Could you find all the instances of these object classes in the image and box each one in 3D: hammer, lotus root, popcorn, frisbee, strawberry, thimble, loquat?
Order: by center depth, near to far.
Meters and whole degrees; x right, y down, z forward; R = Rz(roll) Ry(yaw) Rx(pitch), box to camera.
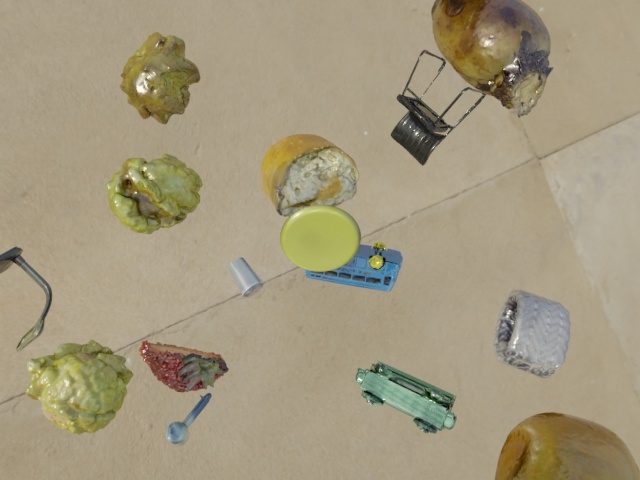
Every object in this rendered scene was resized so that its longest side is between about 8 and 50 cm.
[{"bbox_3d":[0.285,-0.351,0.737,0.169,0.141,0.314,13,41,-46],"label":"lotus root"},{"bbox_3d":[0.486,0.485,0.823,0.276,0.284,0.276,0,93,11],"label":"loquat"},{"bbox_3d":[-0.629,0.379,1.136,0.259,0.259,0.212,53,38,-3],"label":"popcorn"},{"bbox_3d":[-0.471,-0.140,1.218,0.250,0.242,0.235,-44,134,-15],"label":"popcorn"},{"bbox_3d":[0.000,0.000,1.232,0.236,0.236,0.017,22,33,-15],"label":"frisbee"},{"bbox_3d":[0.637,0.280,1.299,0.157,0.217,0.245,18,49,11],"label":"thimble"},{"bbox_3d":[-0.465,0.416,1.410,0.233,0.306,0.137,24,71,-49],"label":"strawberry"},{"bbox_3d":[-0.437,0.597,1.446,0.069,0.116,0.194,32,58,12],"label":"hammer"}]

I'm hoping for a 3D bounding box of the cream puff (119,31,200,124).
[{"bbox_3d":[-0.160,-0.160,0.422,0.083,0.058,0.083,-18,107,13],"label":"cream puff"}]

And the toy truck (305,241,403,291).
[{"bbox_3d":[0.132,0.089,1.731,0.385,0.161,0.162,8,115,9],"label":"toy truck"}]

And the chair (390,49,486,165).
[{"bbox_3d":[0.241,-0.292,0.989,0.140,0.221,0.145,50,35,19],"label":"chair"}]

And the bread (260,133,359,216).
[{"bbox_3d":[-0.080,-0.296,1.762,0.361,0.394,0.250,-23,127,-14],"label":"bread"}]

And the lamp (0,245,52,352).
[{"bbox_3d":[-0.914,0.185,1.297,0.283,0.203,0.124,56,25,2],"label":"lamp"}]

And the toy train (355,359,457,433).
[{"bbox_3d":[0.249,0.454,1.252,0.301,0.202,0.120,19,82,23],"label":"toy train"}]

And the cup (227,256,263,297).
[{"bbox_3d":[-0.229,0.116,1.358,0.116,0.074,0.104,53,24,20],"label":"cup"}]
